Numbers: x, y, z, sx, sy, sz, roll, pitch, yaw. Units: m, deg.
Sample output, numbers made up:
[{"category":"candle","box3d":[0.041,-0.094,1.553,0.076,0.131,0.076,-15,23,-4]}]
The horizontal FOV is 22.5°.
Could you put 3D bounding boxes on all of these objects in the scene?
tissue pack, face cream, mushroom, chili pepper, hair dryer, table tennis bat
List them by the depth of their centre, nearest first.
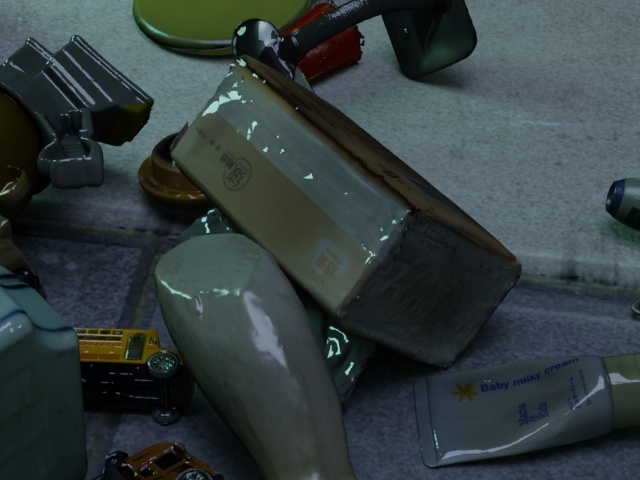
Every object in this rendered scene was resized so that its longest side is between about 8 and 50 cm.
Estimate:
[{"category":"mushroom","box3d":[-0.051,0.125,1.445,0.128,0.128,0.350,-14,61,-19]},{"category":"face cream","box3d":[0.202,0.155,1.524,0.224,0.070,0.114,-7,40,2]},{"category":"tissue pack","box3d":[0.000,0.000,1.609,0.238,0.238,0.305,-24,46,-28]},{"category":"hair dryer","box3d":[0.397,0.016,1.707,0.167,0.067,0.199,2,50,-9]},{"category":"chili pepper","box3d":[-0.028,-0.214,1.953,0.088,0.065,0.169,44,58,6]},{"category":"table tennis bat","box3d":[-0.066,-0.329,2.092,0.368,0.054,0.224,-20,44,-19]}]

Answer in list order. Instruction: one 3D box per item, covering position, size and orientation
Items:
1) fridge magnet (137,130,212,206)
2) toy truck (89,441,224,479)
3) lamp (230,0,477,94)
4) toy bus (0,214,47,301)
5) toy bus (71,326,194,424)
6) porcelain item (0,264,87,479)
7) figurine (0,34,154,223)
[{"category":"fridge magnet","box3d":[-0.131,-0.081,1.773,0.143,0.063,0.143,-2,29,1]},{"category":"toy truck","box3d":[-0.176,0.247,1.370,0.192,0.083,0.092,-26,43,-29]},{"category":"lamp","box3d":[0.065,-0.199,1.878,0.283,0.124,0.203,-19,86,-38]},{"category":"toy bus","box3d":[-0.391,0.089,1.488,0.139,0.157,0.289,27,46,26]},{"category":"toy bus","box3d":[-0.199,0.123,1.527,0.162,0.069,0.074,2,39,1]},{"category":"porcelain item","box3d":[-0.337,0.163,1.309,0.157,0.281,0.286,34,51,30]},{"category":"figurine","box3d":[-0.346,-0.095,1.703,0.342,0.167,0.285,-24,16,43]}]
